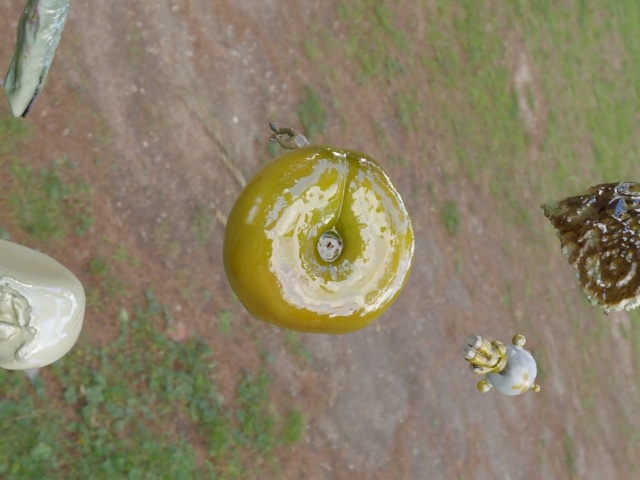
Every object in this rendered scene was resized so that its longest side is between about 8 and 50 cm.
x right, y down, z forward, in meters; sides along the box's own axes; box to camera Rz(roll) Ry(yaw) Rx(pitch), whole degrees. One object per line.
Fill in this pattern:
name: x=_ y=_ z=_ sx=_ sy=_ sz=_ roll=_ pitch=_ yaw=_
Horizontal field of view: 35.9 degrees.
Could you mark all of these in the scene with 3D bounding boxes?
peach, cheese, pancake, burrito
peach: x=0.000 y=0.000 z=1.256 sx=0.251 sy=0.251 sz=0.153 roll=69 pitch=-19 yaw=-7
cheese: x=-0.429 y=0.066 z=1.248 sx=0.233 sy=0.266 sz=0.127 roll=14 pitch=97 yaw=-80
pancake: x=0.436 y=-0.007 z=1.354 sx=0.056 sy=0.212 sz=0.257 roll=60 pitch=10 yaw=-45
burrito: x=-0.439 y=-0.322 z=1.540 sx=0.066 sy=0.309 sz=0.096 roll=8 pitch=46 yaw=-24

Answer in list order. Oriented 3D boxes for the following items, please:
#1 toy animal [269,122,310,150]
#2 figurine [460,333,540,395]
toy animal: x=-0.047 y=-0.180 z=2.087 sx=0.069 sy=0.086 sz=0.220 roll=-17 pitch=51 yaw=-40
figurine: x=0.277 y=0.185 z=1.509 sx=0.143 sy=0.101 sz=0.068 roll=60 pitch=-7 yaw=-31
